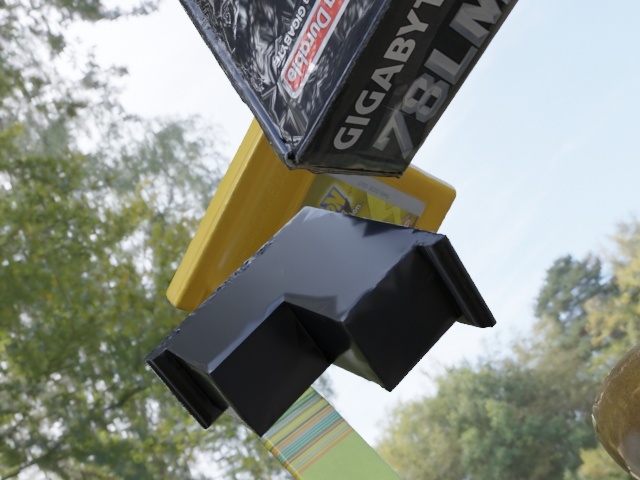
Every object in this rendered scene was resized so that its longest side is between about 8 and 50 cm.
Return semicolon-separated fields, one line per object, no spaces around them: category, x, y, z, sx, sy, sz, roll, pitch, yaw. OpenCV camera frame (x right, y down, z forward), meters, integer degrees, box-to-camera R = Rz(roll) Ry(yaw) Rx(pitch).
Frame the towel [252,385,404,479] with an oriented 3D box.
towel;0.026;0.289;1.111;0.102;0.237;0.021;-33;-30;-27

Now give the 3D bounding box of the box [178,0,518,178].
box;0.012;-0.229;0.367;0.073;0.293;0.296;2;-46;-38

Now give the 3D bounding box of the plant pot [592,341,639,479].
plant pot;0.254;0.083;0.430;0.236;0.032;0.236;-1;-38;0

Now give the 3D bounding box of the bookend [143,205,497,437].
bookend;-0.004;0.062;0.560;0.156;0.157;0.072;-44;-62;-20

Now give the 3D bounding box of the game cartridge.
game cartridge;0.000;0.000;1.153;0.323;0.052;0.285;22;-81;-39
